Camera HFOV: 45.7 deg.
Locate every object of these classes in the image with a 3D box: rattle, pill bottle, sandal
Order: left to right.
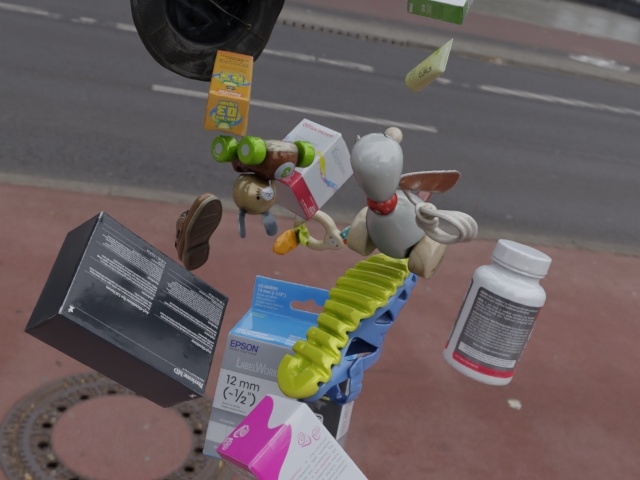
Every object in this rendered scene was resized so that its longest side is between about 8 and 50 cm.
[{"bbox_3d":[0.000,0.000,1.991,0.200,0.130,0.143,24,25,19],"label":"rattle"},{"bbox_3d":[0.063,0.160,1.315,0.138,0.317,0.126,46,-10,-35],"label":"sandal"},{"bbox_3d":[0.423,0.166,1.798,0.176,0.318,0.176,18,14,-5],"label":"pill bottle"}]

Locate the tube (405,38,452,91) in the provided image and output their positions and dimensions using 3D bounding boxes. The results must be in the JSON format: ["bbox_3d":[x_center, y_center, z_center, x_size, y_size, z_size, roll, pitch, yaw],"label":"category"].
[{"bbox_3d":[0.293,-0.458,2.023,0.062,0.070,0.240,-25,2,-14],"label":"tube"}]

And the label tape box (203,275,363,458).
[{"bbox_3d":[-0.059,0.258,1.440,0.249,0.347,0.115,11,0,15],"label":"label tape box"}]

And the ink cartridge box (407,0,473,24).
[{"bbox_3d":[0.297,-0.653,2.030,0.209,0.062,0.109,18,58,17],"label":"ink cartridge box"}]

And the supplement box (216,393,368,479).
[{"bbox_3d":[-0.020,0.328,1.032,0.111,0.220,0.114,-44,20,-25],"label":"supplement box"}]

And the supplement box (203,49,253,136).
[{"bbox_3d":[-0.168,-0.278,1.417,0.078,0.080,0.233,9,33,-10],"label":"supplement box"}]

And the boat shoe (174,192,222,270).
[{"bbox_3d":[-0.367,-0.040,2.174,0.111,0.307,0.104,-21,61,-37],"label":"boat shoe"}]

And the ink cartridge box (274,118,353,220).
[{"bbox_3d":[-0.031,-0.165,1.740,0.128,0.127,0.176,30,70,38],"label":"ink cartridge box"}]

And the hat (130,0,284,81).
[{"bbox_3d":[-0.241,-0.503,1.566,0.331,0.331,0.134,2,19,-23],"label":"hat"}]

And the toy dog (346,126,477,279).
[{"bbox_3d":[0.132,-0.074,1.171,0.220,0.333,0.161,30,70,2],"label":"toy dog"}]

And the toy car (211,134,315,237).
[{"bbox_3d":[-0.112,-0.098,1.429,0.149,0.188,0.155,10,9,43],"label":"toy car"}]

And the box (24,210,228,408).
[{"bbox_3d":[-0.281,0.111,1.149,0.261,0.103,0.184,40,41,-32],"label":"box"}]
